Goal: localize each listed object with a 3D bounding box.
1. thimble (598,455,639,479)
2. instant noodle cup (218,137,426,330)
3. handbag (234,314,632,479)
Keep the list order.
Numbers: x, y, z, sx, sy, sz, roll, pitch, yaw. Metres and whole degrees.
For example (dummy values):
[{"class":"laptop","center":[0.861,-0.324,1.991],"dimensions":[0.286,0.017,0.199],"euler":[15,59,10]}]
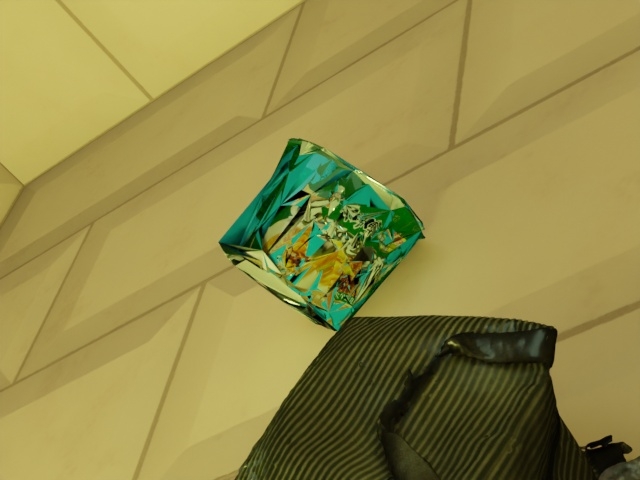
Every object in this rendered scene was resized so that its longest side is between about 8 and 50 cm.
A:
[{"class":"thimble","center":[0.272,0.239,0.901],"dimensions":[0.150,0.098,0.150],"euler":[-34,26,20]},{"class":"instant noodle cup","center":[0.000,0.000,1.558],"dimensions":[0.178,0.240,0.240],"euler":[-55,27,-9]},{"class":"handbag","center":[0.099,0.216,1.014],"dimensions":[0.240,0.247,0.340],"euler":[-15,26,43]}]
